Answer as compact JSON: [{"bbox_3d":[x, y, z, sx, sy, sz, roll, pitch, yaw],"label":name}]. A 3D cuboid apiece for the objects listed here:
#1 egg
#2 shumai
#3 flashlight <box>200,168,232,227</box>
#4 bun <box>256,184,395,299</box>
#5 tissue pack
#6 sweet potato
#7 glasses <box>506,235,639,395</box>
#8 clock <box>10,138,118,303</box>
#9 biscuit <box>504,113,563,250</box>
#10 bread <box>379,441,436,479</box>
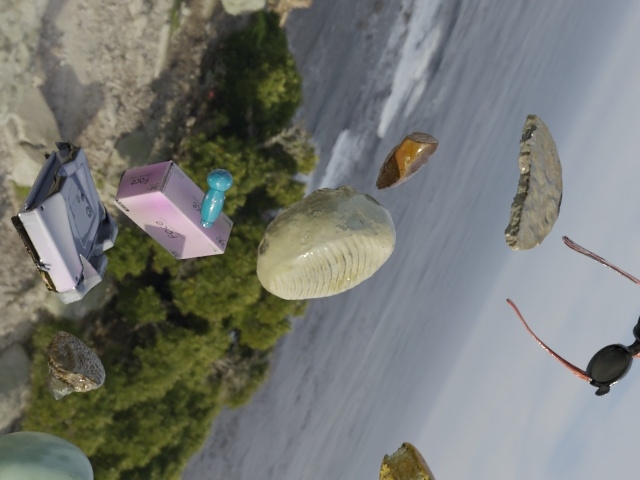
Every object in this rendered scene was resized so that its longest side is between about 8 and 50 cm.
[{"bbox_3d":[-0.666,0.546,1.995,0.283,0.203,0.203,20,100,-35],"label":"egg"},{"bbox_3d":[-0.533,0.279,1.826,0.116,0.145,0.145,-40,169,7],"label":"shumai"},{"bbox_3d":[-0.210,-0.082,1.703,0.051,0.051,0.129,-39,152,-61],"label":"flashlight"},{"bbox_3d":[0.000,0.000,2.144,0.362,0.234,0.326,-29,158,16],"label":"bun"},{"bbox_3d":[-0.328,-0.064,1.946,0.246,0.148,0.092,48,44,-42],"label":"tissue pack"},{"bbox_3d":[0.218,-0.207,2.258,0.097,0.097,0.252,-53,-175,-38],"label":"sweet potato"},{"bbox_3d":[0.515,0.148,1.651,0.234,0.268,0.118,-52,-164,25],"label":"glasses"},{"bbox_3d":[-0.421,-0.036,1.447,0.253,0.083,0.186,-91,167,-56],"label":"clock"},{"bbox_3d":[0.393,-0.089,1.550,0.133,0.032,0.250,22,74,-42],"label":"biscuit"},{"bbox_3d":[0.215,0.626,2.140,0.121,0.174,0.245,-13,133,-11],"label":"bread"}]
